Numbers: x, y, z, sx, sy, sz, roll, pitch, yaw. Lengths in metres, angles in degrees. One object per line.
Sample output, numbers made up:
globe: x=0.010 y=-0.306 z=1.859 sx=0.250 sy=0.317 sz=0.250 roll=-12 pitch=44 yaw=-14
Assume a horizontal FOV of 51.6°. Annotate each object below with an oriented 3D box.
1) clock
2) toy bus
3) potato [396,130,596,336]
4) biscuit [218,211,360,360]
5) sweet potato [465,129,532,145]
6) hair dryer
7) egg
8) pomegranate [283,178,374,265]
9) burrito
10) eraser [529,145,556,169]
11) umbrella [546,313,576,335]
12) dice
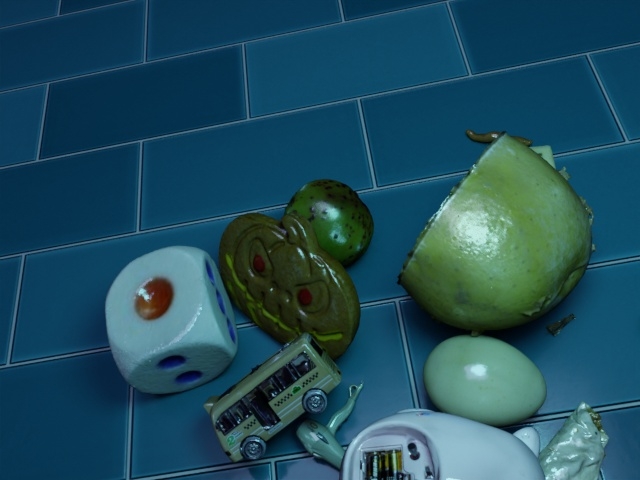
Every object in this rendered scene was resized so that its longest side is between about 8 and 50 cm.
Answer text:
clock: x=0.224 y=0.471 z=1.215 sx=0.377 sy=0.250 sz=0.368 roll=-12 pitch=44 yaw=16
toy bus: x=-0.102 y=0.333 z=1.419 sx=0.289 sy=0.139 sz=0.157 roll=-38 pitch=89 yaw=4
potato: x=0.397 y=0.025 z=1.434 sx=0.319 sy=0.385 sz=0.442 roll=36 pitch=61 yaw=16
biscuit: x=-0.082 y=0.095 z=1.502 sx=0.394 sy=0.350 sz=0.070 roll=27 pitch=38 yaw=27
sweet potato: x=0.477 y=-0.273 z=1.778 sx=0.179 sy=0.044 sz=0.044 roll=11 pitch=62 yaw=16
hair dryer: x=0.063 y=0.422 z=1.451 sx=0.199 sy=0.067 sz=0.167 roll=-29 pitch=67 yaw=-24
egg: x=0.341 y=0.294 z=1.381 sx=0.254 sy=0.188 sz=0.188 roll=14 pitch=63 yaw=9
pomegranate: x=-0.005 y=-0.013 z=1.601 sx=0.231 sy=0.231 sz=0.286 roll=32 pitch=69 yaw=25
burrito: x=0.454 y=0.500 z=1.307 sx=0.117 sy=0.076 sz=0.392 roll=35 pitch=73 yaw=20
eraser: x=0.512 y=-0.180 z=1.707 sx=0.172 sy=0.058 sz=0.117 roll=-4 pitch=59 yaw=9
umbrella: x=0.545 y=0.191 z=1.505 sx=0.083 sy=0.020 sz=0.031 roll=-34 pitch=20 yaw=-10
dice: x=-0.339 y=0.186 z=1.537 sx=0.243 sy=0.251 sz=0.259 roll=-20 pitch=58 yaw=1
